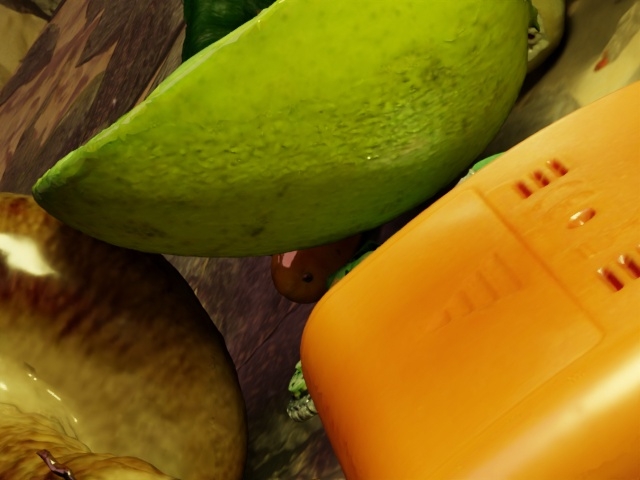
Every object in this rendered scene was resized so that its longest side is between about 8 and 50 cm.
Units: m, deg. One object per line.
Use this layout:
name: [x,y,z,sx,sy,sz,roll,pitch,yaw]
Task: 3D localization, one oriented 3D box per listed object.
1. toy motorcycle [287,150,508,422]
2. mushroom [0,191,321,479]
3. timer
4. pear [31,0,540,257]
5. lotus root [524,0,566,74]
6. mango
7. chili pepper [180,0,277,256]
toy motorcycle: [0.047,0.028,1.007,0.190,0.074,0.106,-40,16,46]
mushroom: [-0.194,0.153,1.067,0.331,0.334,0.356,-56,7,10]
timer: [0.137,0.041,0.662,0.250,0.161,0.257,-41,18,4]
pear: [-0.028,-0.053,1.026,0.239,0.139,0.288,-29,2,-24]
lotus root: [0.084,-0.138,1.147,0.183,0.090,0.077,-132,47,-75]
mango: [0.000,0.000,1.214,0.060,0.046,0.089,-40,20,47]
chili pepper: [-0.041,-0.079,1.342,0.099,0.136,0.270,-25,33,18]
